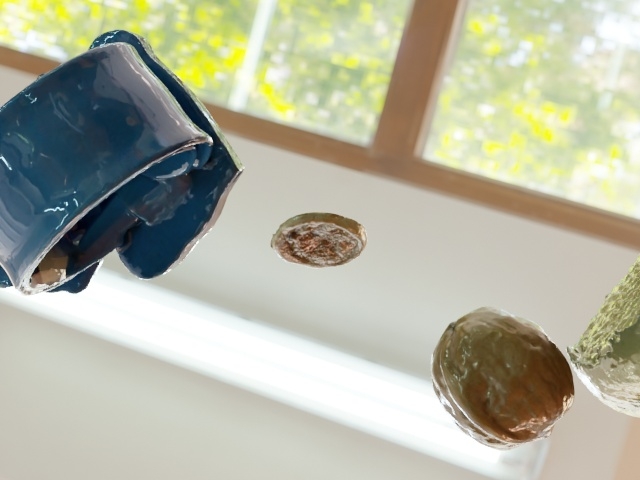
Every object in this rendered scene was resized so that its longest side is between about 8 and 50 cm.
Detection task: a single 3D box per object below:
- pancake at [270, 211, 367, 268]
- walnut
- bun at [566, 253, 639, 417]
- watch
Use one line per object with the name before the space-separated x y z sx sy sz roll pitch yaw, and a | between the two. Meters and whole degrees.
pancake | 0.000 0.000 2.258 0.139 0.139 0.022 68 -161 -56
walnut | 0.199 0.155 1.776 0.149 0.166 0.166 -35 -43 -49
bun | 0.477 0.081 1.908 0.364 0.202 0.364 -48 -1 -1
watch | -0.256 -0.053 1.567 0.305 0.241 0.274 -43 -7 15
